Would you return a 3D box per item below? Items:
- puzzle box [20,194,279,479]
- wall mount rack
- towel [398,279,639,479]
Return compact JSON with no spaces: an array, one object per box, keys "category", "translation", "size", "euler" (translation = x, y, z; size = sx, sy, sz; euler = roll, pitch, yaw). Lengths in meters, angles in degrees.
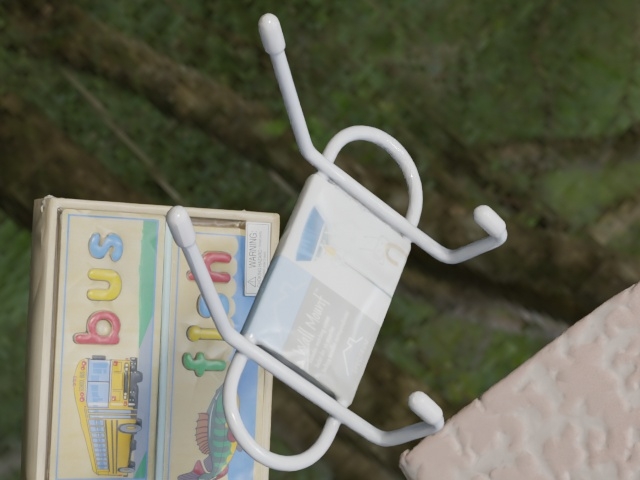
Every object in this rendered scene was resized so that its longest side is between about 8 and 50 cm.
[{"category":"puzzle box","translation":[-0.181,0.163,2.039],"size":[0.272,0.052,0.409],"euler":[3,88,-28]},{"category":"wall mount rack","translation":[0.000,0.000,1.586],"size":[0.130,0.304,0.350],"euler":[-26,-146,49]},{"category":"towel","translation":[0.258,0.238,1.636],"size":[0.317,0.332,0.053],"euler":[-40,151,20]}]
